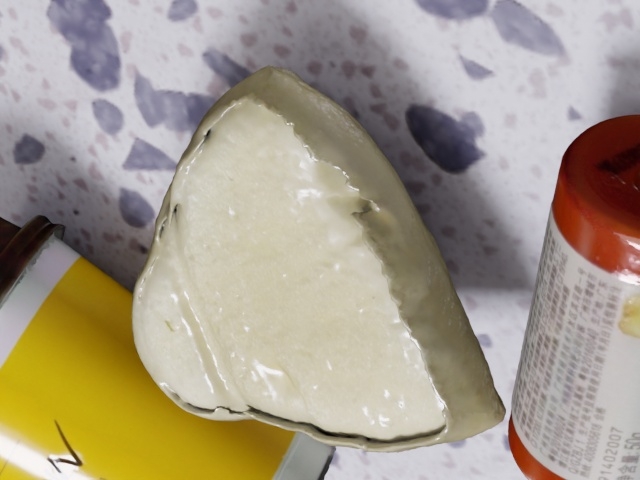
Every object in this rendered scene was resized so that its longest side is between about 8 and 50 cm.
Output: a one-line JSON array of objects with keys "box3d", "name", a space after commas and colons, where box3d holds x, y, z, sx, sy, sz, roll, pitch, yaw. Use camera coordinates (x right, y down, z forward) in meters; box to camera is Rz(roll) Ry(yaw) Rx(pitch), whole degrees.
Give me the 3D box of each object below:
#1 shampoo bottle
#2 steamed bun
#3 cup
[{"box3d": [0.157, 0.071, 0.981, 0.104, 0.104, 0.278, 23, 134, 19], "name": "shampoo bottle"}, {"box3d": [-0.015, 0.017, 1.058, 0.212, 0.110, 0.231, -19, 101, 40], "name": "steamed bun"}, {"box3d": [-0.140, 0.116, 1.178, 0.279, 0.196, 0.196, 30, 136, -1], "name": "cup"}]
